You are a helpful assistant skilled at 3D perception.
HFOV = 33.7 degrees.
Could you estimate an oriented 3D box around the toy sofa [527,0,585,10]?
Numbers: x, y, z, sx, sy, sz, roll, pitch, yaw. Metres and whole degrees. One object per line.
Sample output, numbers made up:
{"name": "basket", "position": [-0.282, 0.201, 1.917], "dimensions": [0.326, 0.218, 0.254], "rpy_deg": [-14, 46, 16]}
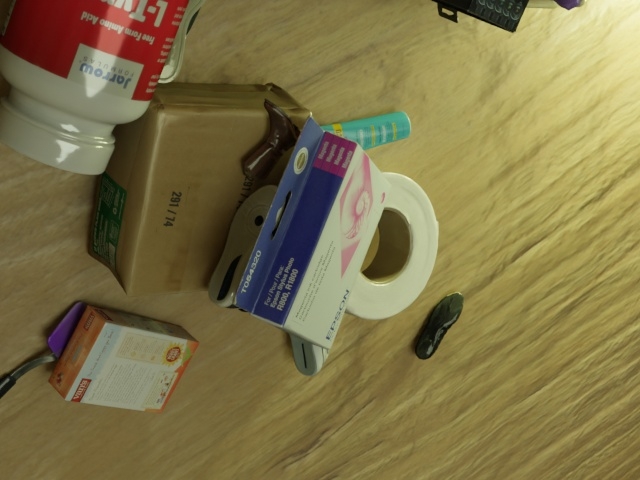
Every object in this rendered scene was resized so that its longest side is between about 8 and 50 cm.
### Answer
{"name": "toy sofa", "position": [0.409, -0.606, 1.919], "dimensions": [0.150, 0.177, 0.362], "rpy_deg": [-6, 119, -35]}

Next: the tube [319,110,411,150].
{"name": "tube", "position": [0.069, -0.197, 1.986], "dimensions": [0.207, 0.052, 0.080], "rpy_deg": [-16, 114, -22]}

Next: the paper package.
{"name": "paper package", "position": [-0.203, -0.093, 1.754], "dimensions": [0.309, 0.168, 0.325], "rpy_deg": [-3, 117, -35]}

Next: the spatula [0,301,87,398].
{"name": "spatula", "position": [-0.502, 0.224, 1.799], "dimensions": [0.296, 0.030, 0.084], "rpy_deg": [-40, 138, -12]}

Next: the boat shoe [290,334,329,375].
{"name": "boat shoe", "position": [-0.025, 0.157, 2.102], "dimensions": [0.076, 0.083, 0.226], "rpy_deg": [-42, 138, -51]}

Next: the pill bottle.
{"name": "pill bottle", "position": [-0.320, -0.313, 1.499], "dimensions": [0.229, 0.229, 0.407], "rpy_deg": [12, 107, -40]}

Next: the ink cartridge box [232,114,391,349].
{"name": "ink cartridge box", "position": [0.000, 0.000, 1.756], "dimensions": [0.324, 0.071, 0.330], "rpy_deg": [-68, 159, -7]}

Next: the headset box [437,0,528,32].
{"name": "headset box", "position": [0.266, -0.516, 1.812], "dimensions": [0.131, 0.246, 0.283], "rpy_deg": [13, 105, -40]}

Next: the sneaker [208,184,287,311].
{"name": "sneaker", "position": [-0.095, 0.015, 1.739], "dimensions": [0.121, 0.079, 0.217], "rpy_deg": [18, 103, -52]}

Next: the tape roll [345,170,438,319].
{"name": "tape roll", "position": [0.092, 0.005, 2.027], "dimensions": [0.286, 0.100, 0.286], "rpy_deg": [-6, 101, -37]}

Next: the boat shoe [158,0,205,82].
{"name": "boat shoe", "position": [-0.235, -0.358, 1.650], "dimensions": [0.084, 0.079, 0.233], "rpy_deg": [20, 88, -24]}

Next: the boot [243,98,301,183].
{"name": "boot", "position": [-0.090, -0.154, 1.669], "dimensions": [0.114, 0.037, 0.106], "rpy_deg": [-45, 130, -1]}

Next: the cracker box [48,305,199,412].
{"name": "cracker box", "position": [-0.344, 0.213, 1.870], "dimensions": [0.232, 0.067, 0.155], "rpy_deg": [21, 101, -51]}

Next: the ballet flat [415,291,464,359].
{"name": "ballet flat", "position": [0.261, 0.187, 2.352], "dimensions": [0.057, 0.049, 0.173], "rpy_deg": [33, 92, 2]}
